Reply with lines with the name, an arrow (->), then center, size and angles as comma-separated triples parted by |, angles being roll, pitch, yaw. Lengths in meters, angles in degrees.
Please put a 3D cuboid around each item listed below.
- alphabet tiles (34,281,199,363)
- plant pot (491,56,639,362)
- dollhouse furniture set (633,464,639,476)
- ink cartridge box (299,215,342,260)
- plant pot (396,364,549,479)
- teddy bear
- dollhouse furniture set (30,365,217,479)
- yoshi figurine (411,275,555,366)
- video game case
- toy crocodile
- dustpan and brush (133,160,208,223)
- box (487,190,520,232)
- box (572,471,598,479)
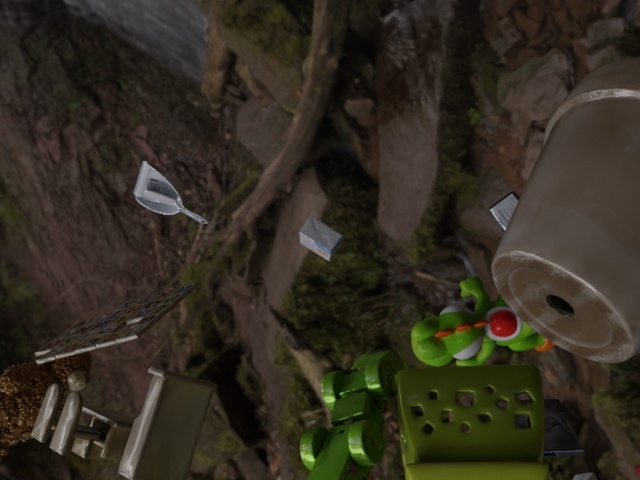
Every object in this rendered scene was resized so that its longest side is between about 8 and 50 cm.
alphabet tiles -> -0.337, 0.134, 1.059 | 0.009, 0.237, 0.198 | 69, -158, -13
plant pot -> 0.373, -0.013, 0.810 | 0.323, 0.280, 0.323 | 39, 162, 15
dollhouse furniture set -> 0.653, 0.571, 1.236 | 0.201, 0.374, 0.152 | 35, -171, -4
ink cartridge box -> 0.000, 0.000, 1.852 | 0.104, 0.061, 0.181 | 33, 170, 6
plant pot -> 0.233, 0.341, 0.998 | 0.207, 0.227, 0.228 | -81, -16, -54
teddy bear -> -0.669, 0.375, 1.526 | 0.113, 0.338, 0.245 | 18, 121, 39
dollhouse furniture set -> -0.304, 0.282, 1.073 | 0.242, 0.212, 0.161 | 3, 72, 44
yoshi figurine -> 0.356, 0.201, 1.492 | 0.203, 0.362, 0.203 | -121, 30, -50
video game case -> 0.580, 0.534, 1.870 | 0.196, 0.274, 0.026 | -95, 4, -58
toy crocodile -> 0.057, 0.288, 1.023 | 0.105, 0.115, 0.340 | 58, -151, -19
dustpan and brush -> -0.384, -0.104, 1.706 | 0.147, 0.211, 0.060 | 124, 165, -45
box -> 0.494, 0.070, 1.352 | 0.295, 0.073, 0.293 | 31, -152, -50
box -> 0.646, 0.733, 1.494 | 0.058, 0.232, 0.322 | -36, 81, 42
